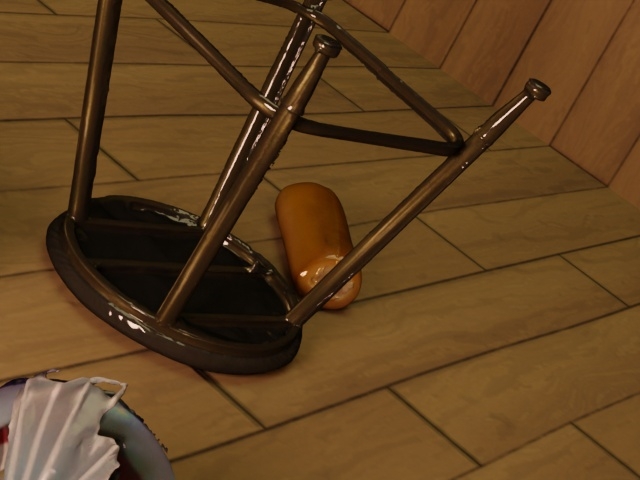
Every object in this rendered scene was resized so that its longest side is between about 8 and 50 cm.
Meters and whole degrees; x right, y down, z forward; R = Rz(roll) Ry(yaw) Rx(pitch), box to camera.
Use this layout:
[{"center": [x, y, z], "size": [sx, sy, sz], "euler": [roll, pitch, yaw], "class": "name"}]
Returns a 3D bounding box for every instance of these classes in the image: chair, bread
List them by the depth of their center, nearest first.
[{"center": [-0.073, -0.103, 1.647], "size": [0.364, 0.410, 0.362], "euler": [3, 34, -48], "class": "chair"}, {"center": [0.000, 0.000, 1.965], "size": [0.092, 0.074, 0.239], "euler": [26, 22, -21], "class": "bread"}]

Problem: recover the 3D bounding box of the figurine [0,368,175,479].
[{"center": [-0.221, 0.229, 0.977], "size": [0.388, 0.276, 0.248], "euler": [-70, 142, -64], "class": "figurine"}]
